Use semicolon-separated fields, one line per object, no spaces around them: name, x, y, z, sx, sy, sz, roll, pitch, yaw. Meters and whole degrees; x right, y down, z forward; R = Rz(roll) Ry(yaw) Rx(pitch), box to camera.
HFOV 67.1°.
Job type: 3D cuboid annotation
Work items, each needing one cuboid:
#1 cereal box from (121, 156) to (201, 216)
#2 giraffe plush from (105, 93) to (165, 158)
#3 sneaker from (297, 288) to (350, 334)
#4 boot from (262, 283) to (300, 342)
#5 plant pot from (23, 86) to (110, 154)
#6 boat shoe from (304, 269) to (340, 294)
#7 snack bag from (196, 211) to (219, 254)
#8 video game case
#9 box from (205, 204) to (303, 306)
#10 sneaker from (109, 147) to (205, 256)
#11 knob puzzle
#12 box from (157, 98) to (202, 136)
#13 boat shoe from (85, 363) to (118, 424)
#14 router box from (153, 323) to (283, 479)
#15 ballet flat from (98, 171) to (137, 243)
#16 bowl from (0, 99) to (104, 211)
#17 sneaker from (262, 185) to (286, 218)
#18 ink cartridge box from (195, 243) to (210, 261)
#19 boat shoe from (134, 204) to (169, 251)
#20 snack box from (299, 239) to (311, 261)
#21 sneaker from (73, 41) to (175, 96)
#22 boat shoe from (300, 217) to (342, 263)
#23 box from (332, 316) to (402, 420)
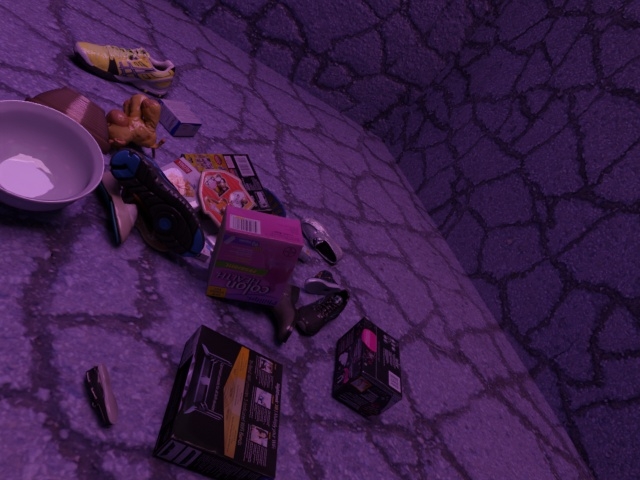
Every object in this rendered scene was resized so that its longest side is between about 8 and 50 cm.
cereal box;-0.452;-0.143;1.470;0.173;0.047;0.240;44;47;3
giraffe plush;-0.625;-0.363;1.554;0.170;0.181;0.210;-19;99;-50
sneaker;0.010;0.223;1.592;0.101;0.106;0.267;49;28;9
boot;-0.153;0.196;1.458;0.161;0.083;0.246;24;29;-14
plant pot;-0.681;-0.346;1.340;0.237;0.109;0.237;29;-5;3
boat shoe;-0.007;0.146;1.736;0.183;0.065;0.083;21;32;-50
snack bag;-0.305;-0.042;1.624;0.342;0.037;0.323;45;26;4
video game case;-0.322;-0.191;1.649;0.248;0.035;0.275;-6;57;-33
box;-0.189;0.048;1.354;0.213;0.243;0.117;12;36;-18
sneaker;-0.428;-0.111;1.339;0.341;0.125;0.139;58;5;-12
knob puzzle;-0.305;-0.145;1.521;0.213;0.030;0.213;16;67;-40
box;-0.558;-0.476;1.879;0.137;0.072;0.126;47;26;10
boat shoe;-0.425;0.301;0.934;0.046;0.038;0.125;86;-21;-64
router box;-0.211;0.368;1.086;0.243;0.081;0.309;33;28;-20
ballet flat;-0.540;-0.097;1.307;0.086;0.086;0.248;9;43;-50
bowl;-0.688;-0.177;1.146;0.298;0.134;0.298;27;42;-28
sneaker;-0.246;-0.175;1.812;0.296;0.112;0.131;40;7;-6
ink cartridge box;-0.372;0.024;1.437;0.083;0.028;0.048;29;29;-27
boat shoe;-0.474;-0.033;1.355;0.153;0.048;0.056;48;26;10
snack box;-0.102;0.007;1.797;0.141;0.037;0.100;38;21;-41
sneaker;-0.744;-0.690;1.855;0.385;0.147;0.145;5;47;-50
boat shoe;0.000;0.001;1.938;0.227;0.079;0.081;46;22;-1
box;0.145;0.392;1.485;0.163;0.142;0.247;37;28;-15
